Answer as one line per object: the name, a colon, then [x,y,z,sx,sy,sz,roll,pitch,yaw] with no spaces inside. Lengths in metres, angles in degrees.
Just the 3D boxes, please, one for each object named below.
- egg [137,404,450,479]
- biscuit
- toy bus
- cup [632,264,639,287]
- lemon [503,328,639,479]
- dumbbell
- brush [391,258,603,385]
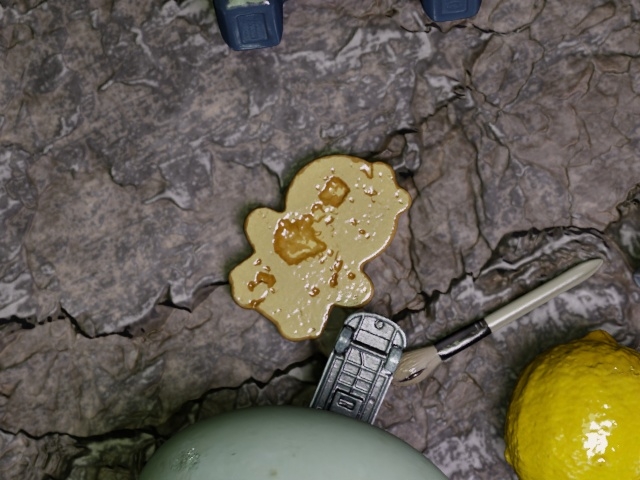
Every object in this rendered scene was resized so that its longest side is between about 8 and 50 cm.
egg: [-0.017,0.322,1.477,0.389,0.276,0.276,11,91,6]
biscuit: [0.000,0.000,1.652,0.184,0.035,0.249,33,90,0]
toy bus: [0.037,0.174,1.623,0.087,0.089,0.194,22,97,-1]
cup: [0.535,-0.010,1.560,0.205,0.205,0.312,40,90,0]
lemon: [0.311,0.217,1.572,0.192,0.192,0.231,13,84,1]
dumbbell: [0.028,-0.319,1.593,0.316,0.143,0.156,-8,91,1]
brush: [0.214,0.098,1.647,0.299,0.042,0.039,-29,64,0]
